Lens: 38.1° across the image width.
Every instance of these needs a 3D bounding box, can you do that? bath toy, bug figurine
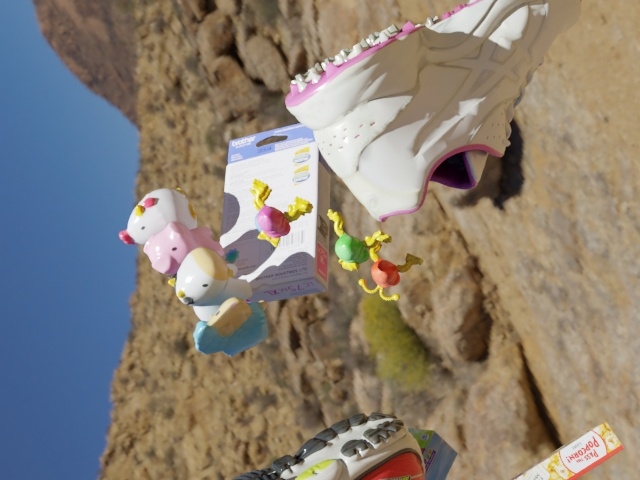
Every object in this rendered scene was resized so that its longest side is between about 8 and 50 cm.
[{"bbox_3d":[-0.212,0.036,1.458,0.348,0.129,0.151,49,154,41],"label":"bath toy"},{"bbox_3d":[0.000,0.000,1.308,0.279,0.072,0.216,23,174,15],"label":"bug figurine"}]

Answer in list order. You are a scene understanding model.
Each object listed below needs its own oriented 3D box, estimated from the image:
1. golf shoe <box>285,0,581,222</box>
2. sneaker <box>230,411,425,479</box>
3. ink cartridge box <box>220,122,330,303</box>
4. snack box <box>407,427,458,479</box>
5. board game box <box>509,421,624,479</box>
[{"bbox_3d":[0.113,-0.120,0.746,0.115,0.306,0.140,-19,100,59],"label":"golf shoe"},{"bbox_3d":[-0.021,0.264,0.832,0.118,0.279,0.107,68,164,-9],"label":"sneaker"},{"bbox_3d":[-0.076,-0.047,1.565,0.065,0.185,0.311,43,-139,-53],"label":"ink cartridge box"},{"bbox_3d":[0.088,0.376,1.438,0.070,0.174,0.207,45,150,-24],"label":"snack box"},{"bbox_3d":[0.325,0.328,1.308,0.045,0.193,0.147,57,-179,17],"label":"board game box"}]
